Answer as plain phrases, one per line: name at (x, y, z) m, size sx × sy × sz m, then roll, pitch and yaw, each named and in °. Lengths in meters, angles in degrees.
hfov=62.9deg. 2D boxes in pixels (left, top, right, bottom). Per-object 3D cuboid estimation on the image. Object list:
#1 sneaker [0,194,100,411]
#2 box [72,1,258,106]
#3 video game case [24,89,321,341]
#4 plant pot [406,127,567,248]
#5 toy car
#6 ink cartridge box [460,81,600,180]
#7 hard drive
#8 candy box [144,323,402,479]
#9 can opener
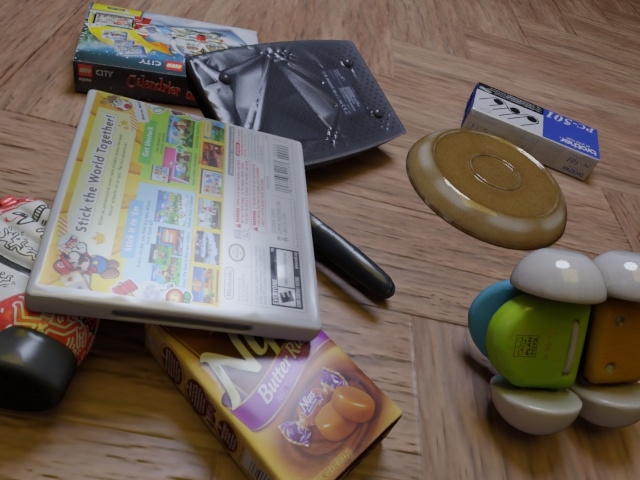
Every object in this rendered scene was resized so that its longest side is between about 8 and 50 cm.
sneaker at (-0.294, 0.022, 0.384) m, size 0.270 × 0.090 × 0.145 m, roll 17°, pitch 43°, yaw -8°
box at (-0.198, -0.248, 0.711) m, size 0.233 × 0.044 × 0.159 m, roll 4°, pitch 47°, yaw -17°
video game case at (-0.107, -0.028, 0.444) m, size 0.207 × 0.026 × 0.226 m, roll 11°, pitch 48°, yaw -20°
plant pot at (0.234, -0.086, 0.719) m, size 0.237 × 0.032 × 0.236 m, roll 10°, pitch 44°, yaw -10°
toy car at (0.221, 0.081, 0.489) m, size 0.182 × 0.159 × 0.136 m, roll 2°, pitch 12°, yaw -18°
ink cartridge box at (0.332, -0.176, 0.832) m, size 0.207 × 0.046 × 0.097 m, roll 24°, pitch 45°, yaw 3°
hard drive at (-0.026, -0.164, 0.651) m, size 0.255 × 0.054 × 0.172 m, roll -21°, pitch 78°, yaw -36°
candy box at (-0.042, 0.109, 0.415) m, size 0.187 × 0.053 × 0.109 m, roll 42°, pitch 48°, yaw 23°
can opener at (0.000, 0.000, 0.543) m, size 0.186 × 0.073 × 0.059 m, roll 34°, pitch 6°, yaw 12°
